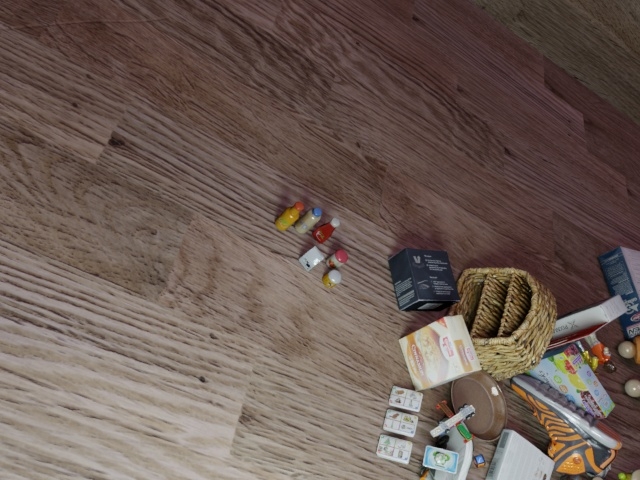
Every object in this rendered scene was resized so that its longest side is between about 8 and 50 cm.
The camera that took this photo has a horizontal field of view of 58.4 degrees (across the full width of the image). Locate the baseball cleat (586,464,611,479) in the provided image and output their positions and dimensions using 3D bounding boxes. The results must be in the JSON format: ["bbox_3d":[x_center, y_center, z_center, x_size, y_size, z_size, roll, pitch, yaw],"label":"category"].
[{"bbox_3d":[0.804,0.600,1.701,0.109,0.072,0.206,27,56,-36],"label":"baseball cleat"}]

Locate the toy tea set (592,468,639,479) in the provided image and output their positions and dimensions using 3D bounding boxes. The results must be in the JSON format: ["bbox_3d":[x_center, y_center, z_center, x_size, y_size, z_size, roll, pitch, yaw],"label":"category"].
[{"bbox_3d":[0.881,0.767,1.611,0.336,0.124,0.200,46,56,-5],"label":"toy tea set"}]

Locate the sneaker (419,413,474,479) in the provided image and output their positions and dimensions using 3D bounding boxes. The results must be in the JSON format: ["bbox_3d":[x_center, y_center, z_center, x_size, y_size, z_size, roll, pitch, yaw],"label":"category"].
[{"bbox_3d":[0.295,0.538,1.369,0.108,0.100,0.272,24,51,-9],"label":"sneaker"}]

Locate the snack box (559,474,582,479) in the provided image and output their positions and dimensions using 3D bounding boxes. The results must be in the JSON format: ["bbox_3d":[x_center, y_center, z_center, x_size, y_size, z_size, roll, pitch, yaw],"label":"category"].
[{"bbox_3d":[0.714,0.786,1.474,0.187,0.060,0.322,15,50,-65],"label":"snack box"}]

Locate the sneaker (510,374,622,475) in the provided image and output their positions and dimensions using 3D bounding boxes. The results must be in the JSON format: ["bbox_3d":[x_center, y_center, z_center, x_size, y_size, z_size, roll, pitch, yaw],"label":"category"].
[{"bbox_3d":[0.641,0.526,1.590,0.321,0.180,0.124,37,18,34],"label":"sneaker"}]

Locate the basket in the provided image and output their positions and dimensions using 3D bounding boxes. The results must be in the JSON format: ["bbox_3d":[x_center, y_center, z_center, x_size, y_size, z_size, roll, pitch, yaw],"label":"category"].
[{"bbox_3d":[0.516,0.206,1.628,0.223,0.213,0.299,40,49,-9],"label":"basket"}]

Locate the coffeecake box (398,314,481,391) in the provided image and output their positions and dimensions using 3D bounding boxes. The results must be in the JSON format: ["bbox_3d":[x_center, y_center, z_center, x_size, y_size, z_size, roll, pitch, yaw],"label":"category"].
[{"bbox_3d":[0.299,0.288,1.455,0.068,0.185,0.142,-1,65,-34],"label":"coffeecake box"}]

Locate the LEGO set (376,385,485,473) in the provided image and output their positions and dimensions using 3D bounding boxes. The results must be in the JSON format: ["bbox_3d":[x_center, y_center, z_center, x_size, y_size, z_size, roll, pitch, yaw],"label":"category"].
[{"bbox_3d":[0.274,0.464,1.371,0.244,0.060,0.182,9,50,16],"label":"LEGO set"}]

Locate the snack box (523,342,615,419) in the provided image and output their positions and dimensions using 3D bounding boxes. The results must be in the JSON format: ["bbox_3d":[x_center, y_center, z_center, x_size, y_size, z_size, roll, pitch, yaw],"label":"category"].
[{"bbox_3d":[0.709,0.421,1.658,0.070,0.174,0.207,-24,80,-36],"label":"snack box"}]

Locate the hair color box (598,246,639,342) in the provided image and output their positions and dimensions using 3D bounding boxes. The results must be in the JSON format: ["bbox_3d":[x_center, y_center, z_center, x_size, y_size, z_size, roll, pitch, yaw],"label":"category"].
[{"bbox_3d":[1.184,0.208,2.143,0.173,0.105,0.347,11,58,-28],"label":"hair color box"}]

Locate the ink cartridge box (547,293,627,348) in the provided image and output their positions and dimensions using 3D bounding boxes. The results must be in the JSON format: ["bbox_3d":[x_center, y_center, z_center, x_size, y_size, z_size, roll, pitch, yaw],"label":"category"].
[{"bbox_3d":[0.724,0.258,1.695,0.239,0.275,0.060,-13,74,-39],"label":"ink cartridge box"}]

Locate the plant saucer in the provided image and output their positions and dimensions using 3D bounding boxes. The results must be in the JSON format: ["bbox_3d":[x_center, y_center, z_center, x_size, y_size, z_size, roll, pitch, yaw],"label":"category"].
[{"bbox_3d":[0.420,0.442,1.546,0.198,0.036,0.199,15,57,-26],"label":"plant saucer"}]

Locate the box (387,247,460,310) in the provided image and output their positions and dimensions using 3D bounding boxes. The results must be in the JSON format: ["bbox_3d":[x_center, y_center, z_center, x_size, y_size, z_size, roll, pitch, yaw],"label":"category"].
[{"bbox_3d":[0.290,0.112,1.612,0.156,0.093,0.158,5,63,-31],"label":"box"}]

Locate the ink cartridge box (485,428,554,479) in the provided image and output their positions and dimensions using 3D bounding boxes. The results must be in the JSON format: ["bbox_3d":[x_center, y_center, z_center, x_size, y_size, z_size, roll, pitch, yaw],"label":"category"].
[{"bbox_3d":[0.527,0.603,1.505,0.179,0.045,0.145,40,64,-20],"label":"ink cartridge box"}]

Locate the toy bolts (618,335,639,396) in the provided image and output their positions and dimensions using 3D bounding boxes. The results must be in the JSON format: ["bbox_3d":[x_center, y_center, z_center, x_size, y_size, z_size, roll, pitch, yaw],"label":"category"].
[{"bbox_3d":[1.119,0.465,1.969,0.228,0.158,0.218,-70,150,-48],"label":"toy bolts"}]

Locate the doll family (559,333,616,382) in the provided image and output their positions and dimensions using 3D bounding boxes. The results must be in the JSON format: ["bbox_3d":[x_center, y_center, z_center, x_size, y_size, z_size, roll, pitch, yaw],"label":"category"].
[{"bbox_3d":[0.790,0.386,1.737,0.118,0.263,0.163,-16,61,-3],"label":"doll family"}]

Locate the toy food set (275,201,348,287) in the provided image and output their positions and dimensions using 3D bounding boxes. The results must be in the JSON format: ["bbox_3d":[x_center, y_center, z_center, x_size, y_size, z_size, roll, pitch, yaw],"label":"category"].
[{"bbox_3d":[0.000,0.000,1.475,0.111,0.104,0.232,-34,85,-41],"label":"toy food set"}]
